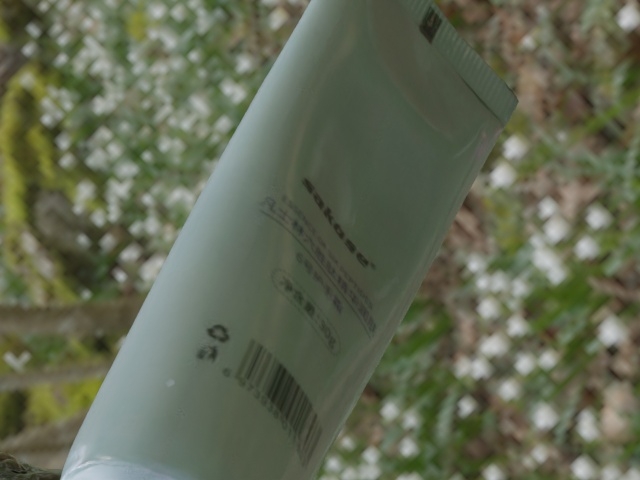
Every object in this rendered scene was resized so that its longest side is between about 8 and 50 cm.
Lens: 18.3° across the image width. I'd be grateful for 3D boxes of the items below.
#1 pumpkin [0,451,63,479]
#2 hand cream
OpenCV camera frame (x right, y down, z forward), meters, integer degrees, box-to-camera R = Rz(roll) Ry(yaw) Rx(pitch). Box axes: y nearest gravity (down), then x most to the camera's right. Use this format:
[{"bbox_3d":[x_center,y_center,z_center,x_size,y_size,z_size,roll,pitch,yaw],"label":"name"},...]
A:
[{"bbox_3d":[-0.194,0.298,0.963,0.454,0.454,0.344,39,-140,-41],"label":"pumpkin"},{"bbox_3d":[0.000,0.000,0.723,0.109,0.067,0.320,49,-137,-19],"label":"hand cream"}]
